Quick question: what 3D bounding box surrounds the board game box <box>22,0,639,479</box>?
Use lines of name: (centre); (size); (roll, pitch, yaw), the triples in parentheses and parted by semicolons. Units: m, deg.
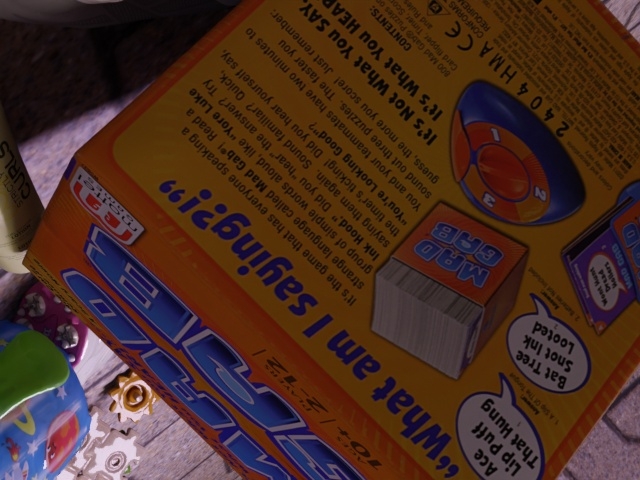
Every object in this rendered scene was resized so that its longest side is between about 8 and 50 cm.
board game box: (0.033, -0.010, 0.873); (0.356, 0.356, 0.356); (-47, -173, -22)

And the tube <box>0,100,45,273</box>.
tube: (-0.270, -0.044, 0.891); (0.240, 0.062, 0.070); (88, 9, -65)

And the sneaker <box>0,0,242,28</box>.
sneaker: (-0.132, -0.197, 0.765); (0.108, 0.100, 0.271); (-19, -178, 30)

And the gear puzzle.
gear puzzle: (-0.355, 0.320, 1.603); (0.339, 0.044, 0.175); (-55, 130, -9)

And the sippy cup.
sippy cup: (-0.353, 0.195, 1.076); (0.305, 0.240, 0.224); (1, -158, 30)

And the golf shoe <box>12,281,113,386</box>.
golf shoe: (-0.298, 0.146, 1.251); (0.306, 0.115, 0.140); (-49, 168, 35)
